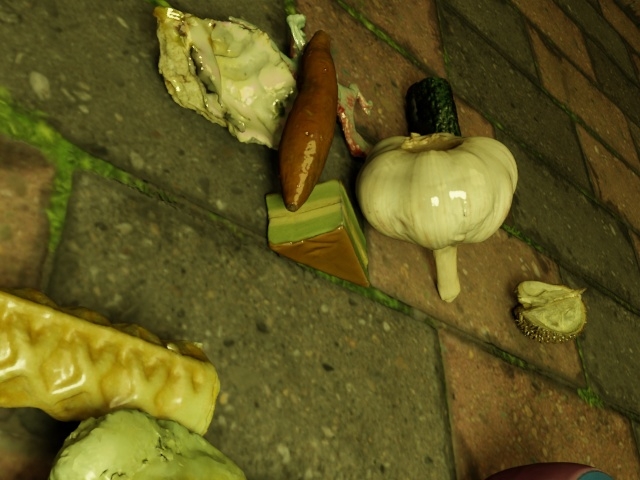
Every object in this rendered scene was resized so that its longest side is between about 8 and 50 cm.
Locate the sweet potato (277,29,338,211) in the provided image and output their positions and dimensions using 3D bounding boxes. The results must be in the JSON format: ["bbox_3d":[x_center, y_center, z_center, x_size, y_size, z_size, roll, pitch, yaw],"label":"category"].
[{"bbox_3d":[-0.008,-0.138,0.804,0.057,0.057,0.265,33,52,-30],"label":"sweet potato"}]

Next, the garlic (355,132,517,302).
[{"bbox_3d":[0.137,-0.018,0.908,0.199,0.199,0.226,-46,135,-52],"label":"garlic"}]

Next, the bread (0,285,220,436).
[{"bbox_3d":[-0.220,0.062,0.476,0.367,0.077,0.084,28,50,-36],"label":"bread"}]

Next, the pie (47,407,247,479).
[{"bbox_3d":[-0.120,0.251,0.453,0.257,0.105,0.274,62,37,-20],"label":"pie"}]

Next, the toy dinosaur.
[{"bbox_3d":[-0.017,-0.197,0.902,0.242,0.053,0.167,13,62,-54],"label":"toy dinosaur"}]

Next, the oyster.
[{"bbox_3d":[-0.094,-0.161,0.789,0.209,0.072,0.133,1,87,-56],"label":"oyster"}]

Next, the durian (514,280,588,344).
[{"bbox_3d":[0.335,0.105,1.081,0.140,0.071,0.110,-20,65,-29],"label":"durian"}]

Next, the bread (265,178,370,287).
[{"bbox_3d":[0.002,0.002,0.822,0.139,0.084,0.074,60,21,-57],"label":"bread"}]

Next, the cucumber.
[{"bbox_3d":[0.172,-0.123,1.057,0.074,0.074,0.242,22,51,-39],"label":"cucumber"}]

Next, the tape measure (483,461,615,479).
[{"bbox_3d":[0.239,0.355,0.747,0.231,0.149,0.245,49,45,-18],"label":"tape measure"}]
